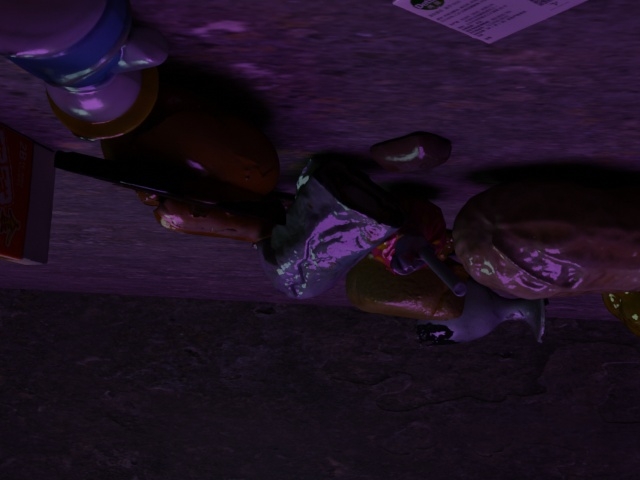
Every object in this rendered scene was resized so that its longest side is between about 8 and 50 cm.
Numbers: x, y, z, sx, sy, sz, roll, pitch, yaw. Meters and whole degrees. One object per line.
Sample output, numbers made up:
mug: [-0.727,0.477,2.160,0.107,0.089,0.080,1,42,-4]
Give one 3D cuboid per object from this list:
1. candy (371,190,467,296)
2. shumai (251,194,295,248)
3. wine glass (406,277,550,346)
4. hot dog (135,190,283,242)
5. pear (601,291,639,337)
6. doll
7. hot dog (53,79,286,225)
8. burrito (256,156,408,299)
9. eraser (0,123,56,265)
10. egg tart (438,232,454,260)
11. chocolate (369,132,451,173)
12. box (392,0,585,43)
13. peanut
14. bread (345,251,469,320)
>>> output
candy: [0.133,0.014,0.935,0.124,0.124,0.365,5,-167,-6]
shumai: [-0.082,-0.023,1.170,0.099,0.087,0.124,6,171,-20]
wine glass: [0.398,0.178,1.874,0.357,0.190,0.190,-2,169,6]
hot dog: [-0.144,-0.051,1.007,0.109,0.072,0.270,44,-159,28]
pear: [0.600,0.085,1.274,0.200,0.199,0.200,4,170,1]
doll: [-0.178,-0.140,0.518,0.135,0.098,0.241,-19,171,-2]
hot dog: [-0.132,-0.093,0.765,0.194,0.107,0.326,13,179,4]
burrito: [0.000,0.000,0.971,0.144,0.089,0.229,34,133,-3]
eraser: [-0.395,-0.062,0.860,0.038,0.157,0.230,-2,169,12]
egg tart: [0.199,0.012,1.368,0.131,0.052,0.130,1,172,0]
chocolate: [0.101,-0.097,0.847,0.065,0.031,0.101,18,165,-39]
box: [0.113,-0.164,0.419,0.089,0.043,0.125,10,168,-34]
peanut: [0.343,-0.006,0.940,0.340,0.158,0.174,1,141,-6]
bread: [0.177,0.087,1.533,0.270,0.147,0.270,8,171,1]
